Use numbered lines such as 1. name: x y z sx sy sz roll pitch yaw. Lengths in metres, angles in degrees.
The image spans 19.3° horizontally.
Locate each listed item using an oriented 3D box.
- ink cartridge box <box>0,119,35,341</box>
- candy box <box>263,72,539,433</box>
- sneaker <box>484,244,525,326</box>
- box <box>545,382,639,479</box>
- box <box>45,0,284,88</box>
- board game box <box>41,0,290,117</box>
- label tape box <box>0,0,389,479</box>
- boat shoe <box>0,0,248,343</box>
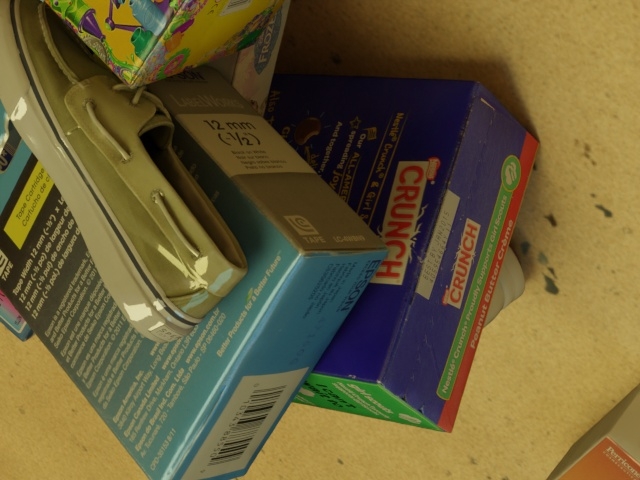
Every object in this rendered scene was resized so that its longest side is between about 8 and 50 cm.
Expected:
1. ink cartridge box: -0.324 -0.137 1.803 0.395 0.270 0.151 42 143 3
2. candy box: 0.000 0.000 1.617 0.317 0.268 0.122 7 161 41
3. sneaker: 0.027 0.023 1.718 0.305 0.152 0.114 15 141 36
4. box: 0.290 0.223 1.710 0.130 0.091 0.170 41 145 6
5. box: -0.117 -0.323 1.393 0.279 0.177 0.290 46 124 11
6. board game box: -0.165 -0.262 1.595 0.318 0.066 0.319 27 116 24
7. label tape box: -0.137 -0.009 1.526 0.348 0.115 0.249 48 121 30
8. boat shoe: -0.151 -0.069 1.410 0.094 0.109 0.302 -34 76 15
